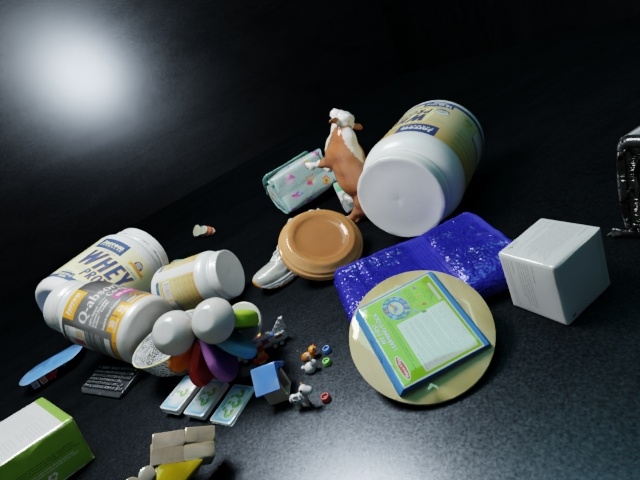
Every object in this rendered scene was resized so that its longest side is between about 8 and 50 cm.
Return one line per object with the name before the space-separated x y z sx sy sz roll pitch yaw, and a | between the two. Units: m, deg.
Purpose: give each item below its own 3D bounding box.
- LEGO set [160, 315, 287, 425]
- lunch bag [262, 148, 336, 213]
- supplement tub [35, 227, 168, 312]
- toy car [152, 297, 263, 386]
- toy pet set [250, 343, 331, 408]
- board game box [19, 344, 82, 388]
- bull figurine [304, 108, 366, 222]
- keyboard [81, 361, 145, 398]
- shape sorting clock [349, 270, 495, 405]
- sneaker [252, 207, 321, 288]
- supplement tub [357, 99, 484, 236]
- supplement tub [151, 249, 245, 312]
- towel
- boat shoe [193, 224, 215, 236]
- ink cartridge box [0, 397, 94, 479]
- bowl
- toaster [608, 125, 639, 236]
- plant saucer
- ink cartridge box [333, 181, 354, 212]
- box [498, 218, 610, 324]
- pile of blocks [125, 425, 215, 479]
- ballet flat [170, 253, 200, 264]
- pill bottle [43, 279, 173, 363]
LEGO set | -0.174 0.223 0.780 0.183 0.060 0.244 -6 30 33
lunch bag | -0.085 -0.213 1.481 0.224 0.160 0.262 -33 12 -7
supplement tub | -0.658 0.128 1.264 0.236 0.235 0.324 -13 27 31
toy car | -0.187 0.181 0.710 0.182 0.136 0.159 -19 -18 12
toy pet set | -0.047 0.208 0.659 0.114 0.065 0.122 -22 23 11
board game box | -0.743 0.356 1.140 0.169 0.033 0.133 -32 18 -24
bull figurine | 0.070 -0.190 1.093 0.101 0.310 0.189 -30 4 -36
keyboard | -0.479 0.314 0.955 0.180 0.023 0.108 -9 29 34
shape sorting clock | 0.142 0.133 0.590 0.207 0.040 0.206 -11 48 12
sneaker | -0.078 0.014 1.032 0.262 0.120 0.099 -39 25 -25
supplement tub | 0.237 -0.173 0.954 0.229 0.228 0.316 -8 30 38
supplement tub | -0.313 0.110 1.050 0.200 0.144 0.144 -18 25 20
towel | 0.177 0.057 0.726 0.309 0.076 0.227 -26 22 1
boat shoe | -0.485 -0.039 1.684 0.043 0.048 0.137 10 -8 -41
ink cartridge box | -0.566 0.404 0.697 0.189 0.096 0.255 -5 20 42
bowl | -0.298 0.231 0.861 0.170 0.080 0.170 -22 23 10
toaster | 0.511 -0.083 0.555 0.110 0.167 0.186 -32 24 -18
plant saucer | 0.000 0.000 0.947 0.200 0.037 0.199 -1 53 1
ink cartridge box | 0.160 -0.181 1.281 0.225 0.056 0.181 -27 23 5
box | 0.327 0.040 0.569 0.102 0.101 0.087 -34 24 -16
pile of blocks | -0.259 0.391 0.488 0.362 0.149 0.112 -36 -20 -42
ballet flat | -0.416 0.091 1.325 0.207 0.073 0.067 -14 53 34
pill bottle | -0.511 0.185 0.979 0.279 0.162 0.162 10 37 21
